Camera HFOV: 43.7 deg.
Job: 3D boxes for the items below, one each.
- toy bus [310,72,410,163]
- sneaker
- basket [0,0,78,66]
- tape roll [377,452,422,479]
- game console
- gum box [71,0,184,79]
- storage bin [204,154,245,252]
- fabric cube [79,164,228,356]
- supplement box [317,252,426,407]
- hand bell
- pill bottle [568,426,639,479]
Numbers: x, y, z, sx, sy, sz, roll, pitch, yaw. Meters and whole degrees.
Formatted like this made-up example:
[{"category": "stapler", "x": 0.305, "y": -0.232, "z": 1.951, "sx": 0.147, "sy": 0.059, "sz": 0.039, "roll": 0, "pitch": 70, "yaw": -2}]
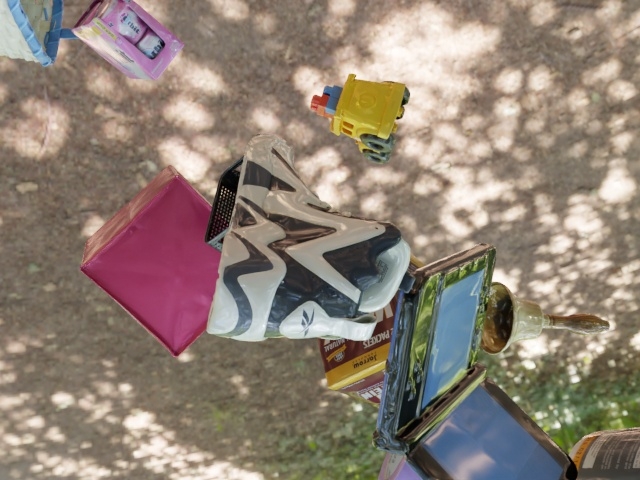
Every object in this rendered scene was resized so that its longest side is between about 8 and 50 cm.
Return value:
[{"category": "toy bus", "x": 0.082, "y": -0.285, "z": 1.829, "sx": 0.212, "sy": 0.149, "sz": 0.220, "roll": 16, "pitch": 169, "yaw": 3}, {"category": "sneaker", "x": 0.000, "y": 0.000, "z": 0.654, "sx": 0.153, "sy": 0.235, "sz": 0.094, "roll": 13, "pitch": 119, "yaw": -7}, {"category": "basket", "x": -0.485, "y": -0.432, "z": 1.379, "sx": 0.289, "sy": 0.201, "sz": 0.254, "roll": 2, "pitch": 156, "yaw": -2}, {"category": "tape roll", "x": 0.164, "y": 0.342, "z": 1.276, "sx": 0.080, "sy": 0.189, "sz": 0.189, "roll": 27, "pitch": 147, "yaw": 1}, {"category": "game console", "x": 0.189, "y": 0.152, "z": 0.838, "sx": 0.173, "sy": 0.250, "sz": 0.293, "roll": 13, "pitch": -168, "yaw": 24}, {"category": "gum box", "x": -0.263, "y": -0.275, "z": 1.078, "sx": 0.107, "sy": 0.188, "sz": 0.062, "roll": 39, "pitch": 83, "yaw": -26}, {"category": "storage bin", "x": -0.120, "y": -0.061, "z": 1.379, "sx": 0.084, "sy": 0.180, "sz": 0.122, "roll": 34, "pitch": 132, "yaw": -29}, {"category": "fabric cube", "x": -0.294, "y": 0.032, "z": 1.586, "sx": 0.259, "sy": 0.258, "sz": 0.254, "roll": -44, "pitch": 107, "yaw": -3}, {"category": "supplement box", "x": 0.091, "y": 0.119, "z": 1.138, "sx": 0.129, "sy": 0.194, "sz": 0.191, "roll": -28, "pitch": 145, "yaw": 22}, {"category": "hand bell", "x": 0.408, "y": 0.145, "z": 1.408, "sx": 0.242, "sy": 0.126, "sz": 0.126, "roll": 6, "pitch": 148, "yaw": -19}, {"category": "pill bottle", "x": 0.429, "y": 0.294, "z": 0.921, "sx": 0.162, "sy": 0.162, "sz": 0.278, "roll": 0, "pitch": 165, "yaw": -28}]
